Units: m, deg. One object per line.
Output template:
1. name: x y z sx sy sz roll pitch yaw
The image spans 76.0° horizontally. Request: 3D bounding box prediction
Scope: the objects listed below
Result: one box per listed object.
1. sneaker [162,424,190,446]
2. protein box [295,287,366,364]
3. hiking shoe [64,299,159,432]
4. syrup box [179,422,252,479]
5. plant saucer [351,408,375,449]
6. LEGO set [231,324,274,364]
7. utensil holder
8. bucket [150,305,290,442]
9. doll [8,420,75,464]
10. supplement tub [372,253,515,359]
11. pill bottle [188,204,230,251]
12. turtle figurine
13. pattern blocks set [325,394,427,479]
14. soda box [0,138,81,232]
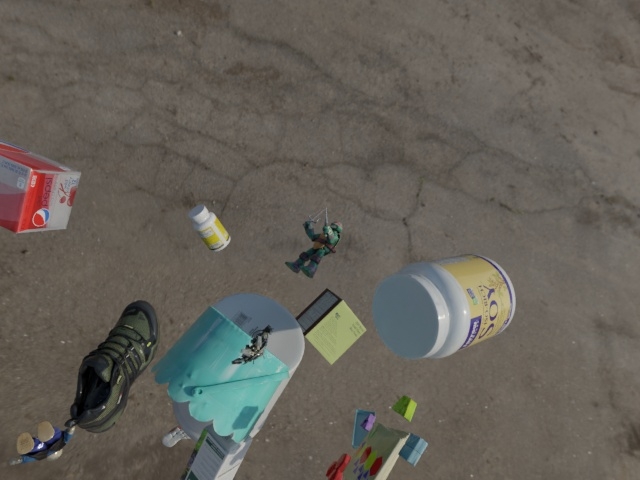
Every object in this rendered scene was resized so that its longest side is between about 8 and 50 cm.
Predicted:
1. sneaker: -0.486 0.669 1.456 0.157 0.065 0.061 -25 96 6
2. protein box: 0.036 0.343 1.653 0.201 0.136 0.200 -43 120 -9
3. hiking shoe: -0.342 0.202 0.691 0.086 0.114 0.227 13 63 -2
4. syrup box: -0.275 0.578 1.045 0.093 0.237 0.096 34 16 27
5. plant saucer: 0.139 0.605 1.311 0.067 0.192 0.018 6 100 8
6. LEGO set: -0.067 0.116 0.445 0.023 0.054 0.083 49 21 4
7. utensil holder: -0.256 0.403 1.282 0.327 0.386 0.328 20 36 -15
8. bucket: -0.214 0.291 0.926 0.281 0.281 0.183 40 75 -7
9. doll: -0.607 0.449 0.897 0.129 0.189 0.046 -27 68 -32
10. supplement tub: 0.321 0.166 1.067 0.331 0.241 0.241 -6 75 -39
11. pill bottle: -0.286 -0.032 1.050 0.065 0.065 0.116 -52 134 -29
12. turtle figurine: 0.000 0.000 1.238 0.118 0.175 0.234 41 70 -17
13. pattern blocks set: 0.108 0.448 0.841 0.026 0.325 0.285 38 83 2
14. soda box: -0.476 -0.100 0.562 0.263 0.083 0.092 21 100 8
